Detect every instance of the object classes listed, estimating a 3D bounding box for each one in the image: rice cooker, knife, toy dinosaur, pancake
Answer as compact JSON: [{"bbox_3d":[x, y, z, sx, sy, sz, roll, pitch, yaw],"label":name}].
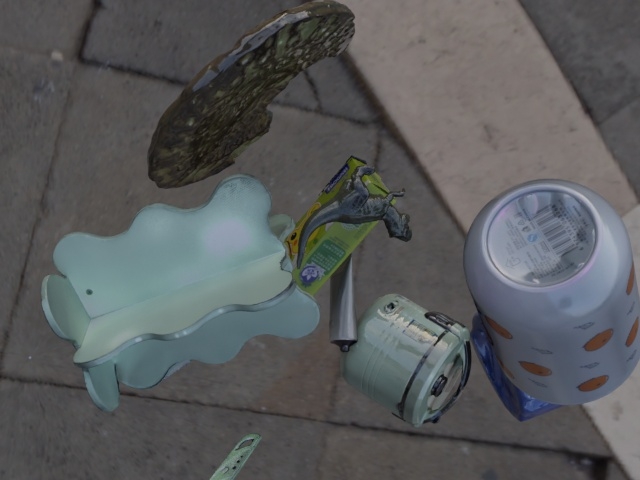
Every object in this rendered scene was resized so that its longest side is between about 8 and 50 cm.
[{"bbox_3d":[0.178,0.235,1.968,0.244,0.226,0.226,30,73,25],"label":"rice cooker"},{"bbox_3d":[-0.195,0.441,1.680,0.293,0.043,0.020,-51,141,-25],"label":"knife"},{"bbox_3d":[0.068,-0.021,1.586,0.187,0.087,0.179,19,65,-11],"label":"toy dinosaur"},{"bbox_3d":[-0.078,-0.164,1.124,0.286,0.288,0.033,-36,80,-24],"label":"pancake"}]

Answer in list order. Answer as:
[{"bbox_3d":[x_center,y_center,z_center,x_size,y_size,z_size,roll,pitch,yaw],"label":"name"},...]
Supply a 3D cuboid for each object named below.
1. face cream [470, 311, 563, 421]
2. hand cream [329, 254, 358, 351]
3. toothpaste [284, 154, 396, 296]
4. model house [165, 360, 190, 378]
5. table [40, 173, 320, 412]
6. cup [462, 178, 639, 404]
[{"bbox_3d":[0.453,0.223,2.025,0.225,0.249,0.249,-23,90,-6],"label":"face cream"},{"bbox_3d":[0.042,0.122,1.905,0.054,0.087,0.186,7,71,-26],"label":"hand cream"},{"bbox_3d":[0.000,0.000,1.856,0.077,0.110,0.327,33,104,-32],"label":"toothpaste"},{"bbox_3d":[-0.248,0.141,1.482,0.088,0.101,0.100,-38,60,16],"label":"model house"},{"bbox_3d":[-0.113,0.039,0.859,0.198,0.166,0.166,-19,89,7],"label":"table"},{"bbox_3d":[0.307,0.064,1.294,0.212,0.317,0.212,-8,61,15],"label":"cup"}]
